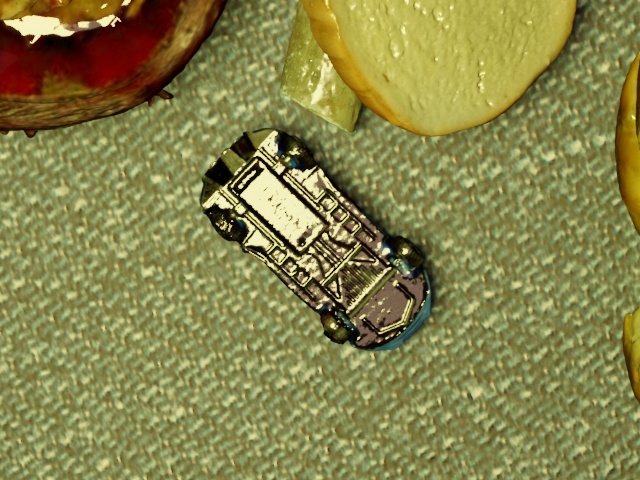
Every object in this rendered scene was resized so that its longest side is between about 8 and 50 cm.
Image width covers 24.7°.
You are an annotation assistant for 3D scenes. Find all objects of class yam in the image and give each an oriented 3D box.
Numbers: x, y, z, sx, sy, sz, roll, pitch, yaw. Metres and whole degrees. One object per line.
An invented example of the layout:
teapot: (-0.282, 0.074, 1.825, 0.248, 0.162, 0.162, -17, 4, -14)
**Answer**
yam: (0.017, -0.180, 1.177, 0.078, 0.078, 0.179, 15, 96, 4)

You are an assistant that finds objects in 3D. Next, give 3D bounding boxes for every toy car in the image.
toy car: (0.000, 0.000, 1.195, 0.216, 0.063, 0.103, 43, 97, -5)

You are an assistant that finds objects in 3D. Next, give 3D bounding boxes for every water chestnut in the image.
water chestnut: (-0.225, -0.226, 1.068, 0.335, 0.347, 0.335, 0, 100, -3)

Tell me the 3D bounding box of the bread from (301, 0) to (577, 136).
bread: (0.092, -0.199, 1.126, 0.236, 0.070, 0.236, -5, 103, -23)

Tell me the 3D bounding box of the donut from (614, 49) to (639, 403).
donut: (0.303, -0.001, 1.040, 0.170, 0.360, 0.360, -5, 93, 4)
